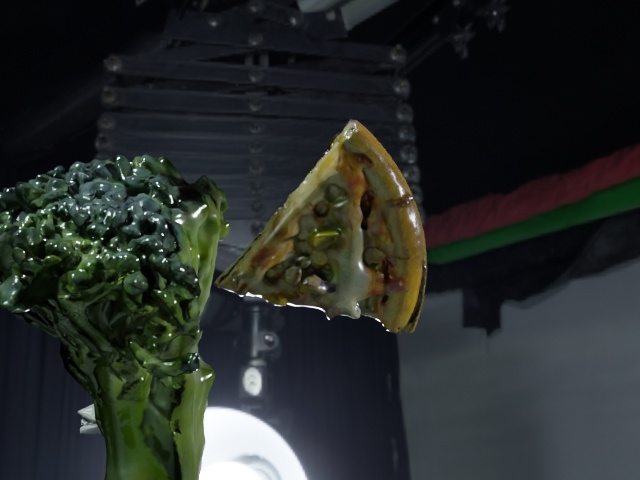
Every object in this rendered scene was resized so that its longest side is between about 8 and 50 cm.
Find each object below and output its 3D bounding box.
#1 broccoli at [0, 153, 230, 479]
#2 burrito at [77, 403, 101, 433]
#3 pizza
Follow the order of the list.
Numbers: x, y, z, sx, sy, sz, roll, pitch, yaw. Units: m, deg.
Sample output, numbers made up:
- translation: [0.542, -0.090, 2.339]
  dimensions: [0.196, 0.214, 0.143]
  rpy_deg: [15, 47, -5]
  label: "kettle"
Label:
- translation: [-0.123, 0.099, 0.453]
  dimensions: [0.145, 0.304, 0.165]
  rpy_deg: [-6, 16, 5]
  label: "broccoli"
- translation: [-0.290, 0.268, 1.108]
  dimensions: [0.064, 0.064, 0.203]
  rpy_deg: [-15, -12, 27]
  label: "burrito"
- translation: [0.000, 0.000, 0.560]
  dimensions: [0.176, 0.184, 0.036]
  rpy_deg: [-9, 18, -10]
  label: "pizza"
